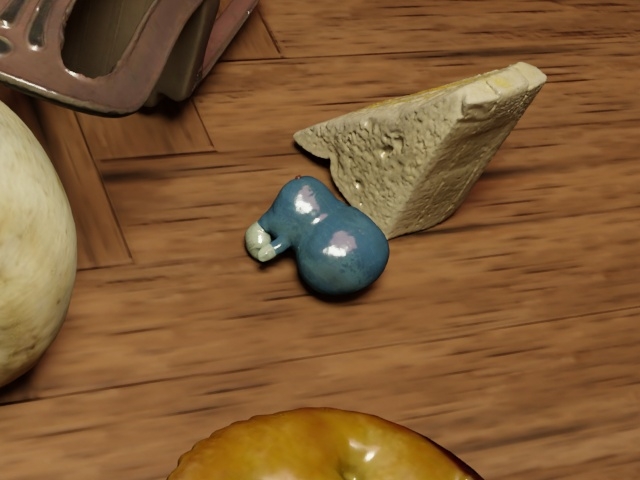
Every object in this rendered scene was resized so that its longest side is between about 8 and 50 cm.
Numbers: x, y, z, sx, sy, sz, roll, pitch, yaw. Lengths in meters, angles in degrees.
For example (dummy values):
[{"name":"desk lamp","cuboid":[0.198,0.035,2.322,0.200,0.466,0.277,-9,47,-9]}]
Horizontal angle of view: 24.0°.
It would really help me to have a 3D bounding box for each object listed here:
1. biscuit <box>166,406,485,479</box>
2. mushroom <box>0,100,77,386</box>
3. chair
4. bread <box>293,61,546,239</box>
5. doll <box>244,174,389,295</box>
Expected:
[{"name":"biscuit","cuboid":[0.012,0.176,0.759,0.220,0.066,0.220,13,46,-13]},{"name":"mushroom","cuboid":[-0.241,0.000,0.727,0.253,0.189,0.195,-2,49,-17]},{"name":"chair","cuboid":[-0.144,-0.148,0.907,0.175,0.183,0.326,23,50,4]},{"name":"bread","cuboid":[0.061,-0.083,0.960,0.077,0.152,0.105,-23,66,-37]},{"name":"doll","cuboid":[0.000,0.000,0.929,0.083,0.050,0.076,41,51,13]}]
